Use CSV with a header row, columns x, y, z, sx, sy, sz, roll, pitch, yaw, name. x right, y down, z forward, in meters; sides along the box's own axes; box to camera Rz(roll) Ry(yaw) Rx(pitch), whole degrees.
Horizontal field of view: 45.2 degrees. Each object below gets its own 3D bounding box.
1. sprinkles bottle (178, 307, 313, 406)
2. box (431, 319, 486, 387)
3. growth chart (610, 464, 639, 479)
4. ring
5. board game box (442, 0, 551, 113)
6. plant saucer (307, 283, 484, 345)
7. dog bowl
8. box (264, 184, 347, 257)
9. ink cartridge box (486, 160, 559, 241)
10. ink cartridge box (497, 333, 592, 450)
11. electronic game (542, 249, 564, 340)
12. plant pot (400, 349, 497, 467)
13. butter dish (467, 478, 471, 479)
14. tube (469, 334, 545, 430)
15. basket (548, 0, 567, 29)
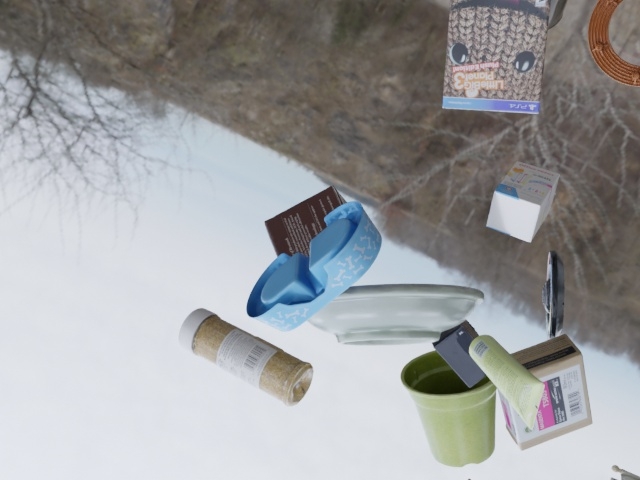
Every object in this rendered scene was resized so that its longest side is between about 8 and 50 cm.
x,y,z,sx,sy,sz,roll,pitch,yaw,name
-0.192,0.293,1.948,0.355,0.121,0.121,24,-176,26,sprinkles bottle
0.348,0.256,1.936,0.156,0.093,0.158,48,-170,-18,box
0.599,0.532,1.475,0.171,0.021,0.237,27,-141,18,growth chart
0.944,-0.615,2.218,0.336,0.337,0.032,31,-161,24,ring
0.424,-0.465,1.855,0.231,0.291,0.141,5,-162,14,board game box
0.140,0.163,1.599,0.400,0.101,0.400,-2,169,0,plant saucer
-0.009,0.055,1.400,0.074,0.297,0.166,41,-156,-21,dog bowl
0.000,0.000,1.933,0.167,0.203,0.168,67,-169,24,box
0.396,-0.082,1.491,0.092,0.090,0.143,21,-137,22,ink cartridge box
0.525,0.360,1.815,0.088,0.193,0.235,-115,4,-60,ink cartridge box
0.574,0.137,1.906,0.048,0.230,0.229,1,180,14,electronic game
0.376,0.468,2.120,0.275,0.254,0.276,-11,-163,3,plant pot
0.323,0.542,1.419,0.118,0.160,0.160,-14,-167,27,butter dish
0.357,0.258,1.462,0.070,0.062,0.240,56,180,-22,tube
0.614,-0.706,2.106,0.154,0.204,0.227,60,163,20,basket
